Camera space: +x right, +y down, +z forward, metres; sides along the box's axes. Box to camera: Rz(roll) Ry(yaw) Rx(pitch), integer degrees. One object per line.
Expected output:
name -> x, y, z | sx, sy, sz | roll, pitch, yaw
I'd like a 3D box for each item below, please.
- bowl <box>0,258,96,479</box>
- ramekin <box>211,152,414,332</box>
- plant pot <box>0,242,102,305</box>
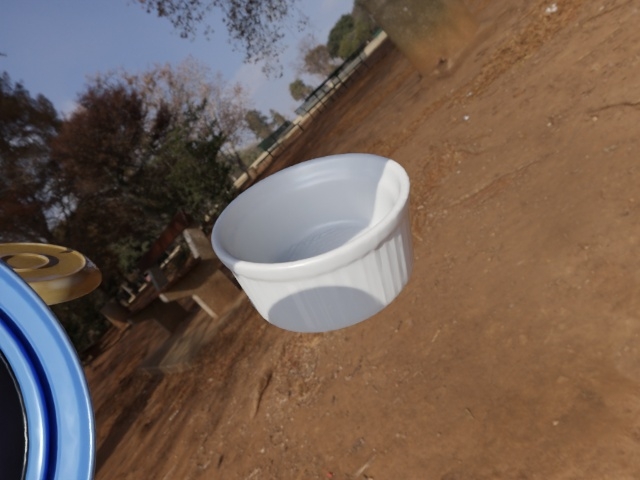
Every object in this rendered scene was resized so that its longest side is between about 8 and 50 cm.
bowl -> -0.346, 0.157, 0.264 | 0.077, 0.391, 0.391 | -20, 22, 37
ramekin -> 0.000, 0.000, 0.648 | 0.277, 0.135, 0.277 | -14, 32, 9
plant pot -> -0.492, 0.047, 0.755 | 0.236, 0.236, 0.032 | -83, 3, -75
